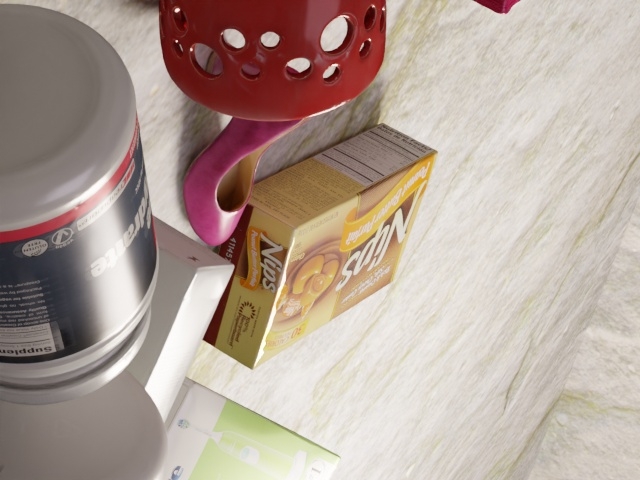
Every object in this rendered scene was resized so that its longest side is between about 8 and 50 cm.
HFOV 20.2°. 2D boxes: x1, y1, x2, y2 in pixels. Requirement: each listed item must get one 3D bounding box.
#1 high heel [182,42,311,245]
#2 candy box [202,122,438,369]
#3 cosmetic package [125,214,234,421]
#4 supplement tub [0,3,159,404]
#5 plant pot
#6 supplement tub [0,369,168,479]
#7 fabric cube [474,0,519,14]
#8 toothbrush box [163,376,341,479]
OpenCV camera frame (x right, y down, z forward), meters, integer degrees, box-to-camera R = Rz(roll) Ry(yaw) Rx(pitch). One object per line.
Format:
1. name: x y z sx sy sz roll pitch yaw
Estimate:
1. high heel: -0.059 -0.071 1.717 0.082 0.117 0.244 -38 150 -45
2. candy box: 0.000 0.000 1.991 0.316 0.087 0.183 -30 144 -54
3. cosmetic package: -0.183 0.097 1.661 0.231 0.117 0.085 -64 160 13
4. supplement tub: -0.218 -0.020 1.312 0.191 0.191 0.272 -49 157 -28
5. plant pot: -0.037 -0.219 1.471 0.191 0.191 0.174 -44 152 -36
6. supplement tub: -0.268 0.264 1.515 0.235 0.235 0.325 -35 148 -49
7. fabric cube: 0.149 -0.391 1.572 0.254 0.259 0.258 -35 148 -51
8. toothbrush box: -0.135 0.255 1.846 0.283 0.122 0.206 33 82 -53
